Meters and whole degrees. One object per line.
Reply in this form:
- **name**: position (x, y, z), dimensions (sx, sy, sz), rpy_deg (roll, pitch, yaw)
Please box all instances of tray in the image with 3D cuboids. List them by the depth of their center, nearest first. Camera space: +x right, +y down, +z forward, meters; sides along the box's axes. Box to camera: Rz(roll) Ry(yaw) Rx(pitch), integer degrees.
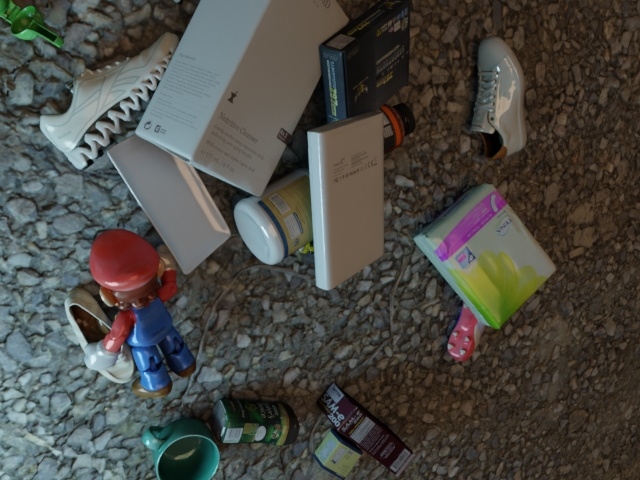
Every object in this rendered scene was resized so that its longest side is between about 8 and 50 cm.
- **tray**: position (-0.283, -0.082, 1.022), dimensions (0.145, 0.030, 0.270), rpy_deg (-48, 121, -41)

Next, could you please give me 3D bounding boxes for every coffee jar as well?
- **coffee jar**: position (-0.141, 0.403, 1.188), dimensions (0.184, 0.096, 0.079), rpy_deg (14, 99, -28)

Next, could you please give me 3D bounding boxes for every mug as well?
- **mug**: position (-0.289, 0.430, 1.124), dimensions (0.129, 0.097, 0.158), rpy_deg (-21, 109, -19)

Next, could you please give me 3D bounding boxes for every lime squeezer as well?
- **lime squeezer**: position (-0.509, -0.371, 0.838), dimensions (0.310, 0.110, 0.059), rpy_deg (36, 103, 3)

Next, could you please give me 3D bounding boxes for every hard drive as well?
- **hard drive**: position (0.058, -0.081, 1.053), dimensions (0.203, 0.040, 0.308), rpy_deg (-29, 125, -44)

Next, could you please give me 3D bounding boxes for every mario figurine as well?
- **mario figurine**: position (-0.348, 0.126, 1.008), dimensions (0.170, 0.198, 0.321), rpy_deg (-10, 113, 5)

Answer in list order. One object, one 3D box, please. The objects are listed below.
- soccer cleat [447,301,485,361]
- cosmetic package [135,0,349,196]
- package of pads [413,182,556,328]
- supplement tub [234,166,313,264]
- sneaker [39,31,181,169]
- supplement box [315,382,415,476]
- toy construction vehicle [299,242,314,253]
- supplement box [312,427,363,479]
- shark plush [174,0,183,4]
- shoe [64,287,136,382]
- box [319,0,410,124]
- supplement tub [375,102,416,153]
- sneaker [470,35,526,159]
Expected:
- **soccer cleat**: position (0.412, 0.204, 1.421), dimensions (0.248, 0.083, 0.095), rpy_deg (-62, 149, -7)
- **cosmetic package**: position (-0.129, -0.299, 0.953), dimensions (0.385, 0.156, 0.217), rpy_deg (-63, 151, 2)
- **package of pads**: position (0.409, 0.032, 1.318), dimensions (0.229, 0.101, 0.296), rpy_deg (-41, 97, -11)
- **supplement tub**: position (-0.057, -0.058, 1.083), dimensions (0.199, 0.144, 0.144), rpy_deg (-33, 114, -25)
- **sneaker**: position (-0.359, -0.264, 0.931), dimensions (0.118, 0.110, 0.292), rpy_deg (42, 82, -18)
- **supplement box**: position (0.109, 0.457, 1.299), dimensions (0.073, 0.130, 0.239), rpy_deg (-48, 116, -7)
- **toy construction vehicle**: position (0.000, 0.000, 1.199), dimensions (0.098, 0.035, 0.086), rpy_deg (11, 108, -24)
- **supplement box**: position (0.043, 0.528, 1.325), dimensions (0.083, 0.056, 0.083), rpy_deg (40, 84, -27)
- **shark plush**: position (-0.288, -0.487, 0.952), dimensions (0.161, 0.073, 0.067), rpy_deg (20, 73, -7)
- **shoe**: position (-0.423, 0.193, 1.028), dimensions (0.076, 0.058, 0.219), rpy_deg (-30, 113, -16)
- **box**: position (0.096, -0.347, 1.065), dimensions (0.232, 0.059, 0.183), rpy_deg (-45, 147, -30)
- **supplement tub**: position (0.106, -0.227, 1.151), dimensions (0.197, 0.106, 0.106), rpy_deg (-27, 112, -18)
- **sneaker**: position (0.409, -0.326, 1.268), dimensions (0.123, 0.106, 0.290), rpy_deg (-29, 114, -19)
